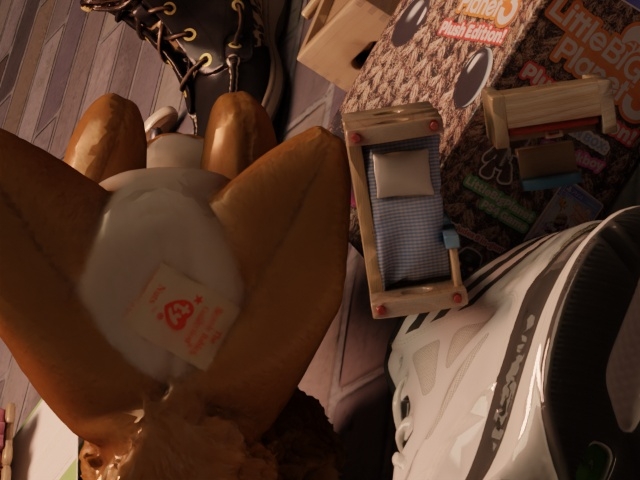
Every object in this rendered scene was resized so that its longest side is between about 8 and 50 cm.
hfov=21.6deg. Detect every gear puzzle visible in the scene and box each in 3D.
[{"bbox_3d":[-0.401,0.373,1.978,0.175,0.044,0.339,119,154,-57],"label":"gear puzzle"}]

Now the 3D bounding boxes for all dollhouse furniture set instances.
[{"bbox_3d":[0.115,-0.034,1.149,0.129,0.183,0.129,-89,-10,-80],"label":"dollhouse furniture set"}]

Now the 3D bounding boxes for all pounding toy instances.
[{"bbox_3d":[0.059,-0.248,1.707,0.181,0.094,0.206,-40,24,51],"label":"pounding toy"}]

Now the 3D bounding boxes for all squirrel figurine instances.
[{"bbox_3d":[-0.120,0.073,1.384,0.370,0.281,0.397,-148,51,-83],"label":"squirrel figurine"}]

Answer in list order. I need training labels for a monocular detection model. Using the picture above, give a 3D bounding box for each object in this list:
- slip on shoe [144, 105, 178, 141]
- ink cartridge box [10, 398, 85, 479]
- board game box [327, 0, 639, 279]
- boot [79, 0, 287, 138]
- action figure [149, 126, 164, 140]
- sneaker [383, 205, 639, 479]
[{"bbox_3d":[-0.226,-0.116,2.201,0.135,0.051,0.041,-48,67,14],"label":"slip on shoe"},{"bbox_3d":[-0.305,0.270,1.954,0.171,0.056,0.235,-51,30,26],"label":"ink cartridge box"},{"bbox_3d":[0.138,-0.106,1.334,0.291,0.141,0.232,-60,24,8],"label":"board game box"},{"bbox_3d":[-0.183,-0.250,1.942,0.138,0.284,0.377,-40,32,42],"label":"boot"},{"bbox_3d":[-0.176,0.046,1.759,0.330,0.178,0.341,-59,20,15],"label":"action figure"},{"bbox_3d":[0.105,0.188,1.135,0.447,0.169,0.257,-60,14,-12],"label":"sneaker"}]
